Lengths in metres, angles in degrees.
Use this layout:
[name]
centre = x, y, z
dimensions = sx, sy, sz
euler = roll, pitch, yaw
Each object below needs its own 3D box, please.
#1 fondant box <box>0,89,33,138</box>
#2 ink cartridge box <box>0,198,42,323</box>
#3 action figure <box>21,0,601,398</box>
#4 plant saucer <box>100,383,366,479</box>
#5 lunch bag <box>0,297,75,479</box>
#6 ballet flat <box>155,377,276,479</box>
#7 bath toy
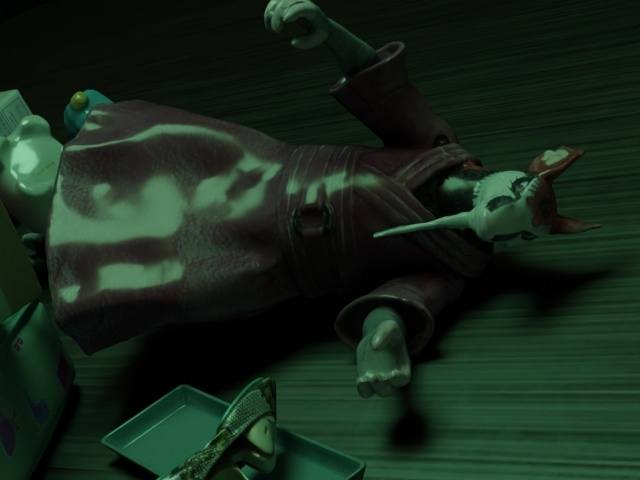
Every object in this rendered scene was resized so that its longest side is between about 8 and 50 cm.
[fondant box]
centre = -0.485, -0.032, 1.249
dimensions = 0.238, 0.096, 0.330
euler = -1, 38, 41
[ink cartridge box]
centre = -0.315, 0.051, 0.658
dimensions = 0.193, 0.088, 0.235
euler = 3, 31, 42
[action figure]
centre = 0.000, 0.000, 0.768
dimensions = 0.370, 0.248, 0.276
euler = -1, -17, 15
[plant saucer]
centre = -0.054, 0.125, 0.645
dimensions = 0.067, 0.018, 0.192
euler = -33, 24, -29
[lunch bag]
centre = -0.316, 0.123, 0.759
dimensions = 0.279, 0.107, 0.224
euler = -16, 22, 10
[ballet flat]
centre = -0.046, 0.116, 0.595
dimensions = 0.041, 0.041, 0.114
euler = -2, 28, 39
[bath toy]
centre = -0.294, 0.012, 0.993
dimensions = 0.348, 0.151, 0.129
euler = -38, -11, -33
